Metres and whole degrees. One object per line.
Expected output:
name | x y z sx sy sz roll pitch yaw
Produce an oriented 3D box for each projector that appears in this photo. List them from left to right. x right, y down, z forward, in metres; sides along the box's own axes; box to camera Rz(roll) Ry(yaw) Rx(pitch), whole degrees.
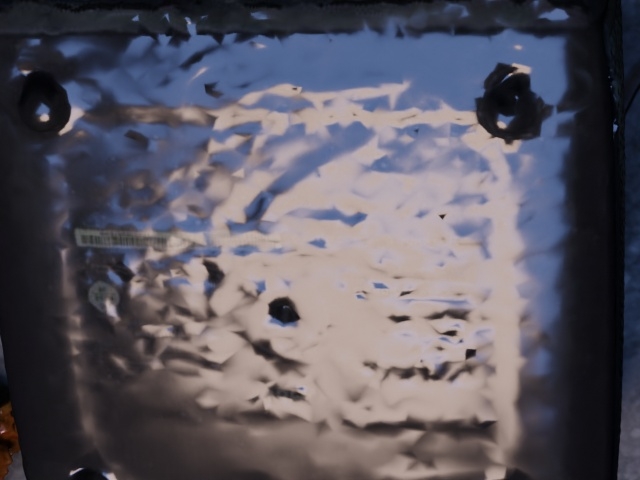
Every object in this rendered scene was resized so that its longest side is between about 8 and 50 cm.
projector | 0.000 0.000 1.055 0.395 0.242 0.405 2 114 12

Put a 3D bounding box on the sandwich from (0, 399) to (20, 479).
sandwich | -0.350 0.178 1.261 0.212 0.109 0.292 19 120 -19
